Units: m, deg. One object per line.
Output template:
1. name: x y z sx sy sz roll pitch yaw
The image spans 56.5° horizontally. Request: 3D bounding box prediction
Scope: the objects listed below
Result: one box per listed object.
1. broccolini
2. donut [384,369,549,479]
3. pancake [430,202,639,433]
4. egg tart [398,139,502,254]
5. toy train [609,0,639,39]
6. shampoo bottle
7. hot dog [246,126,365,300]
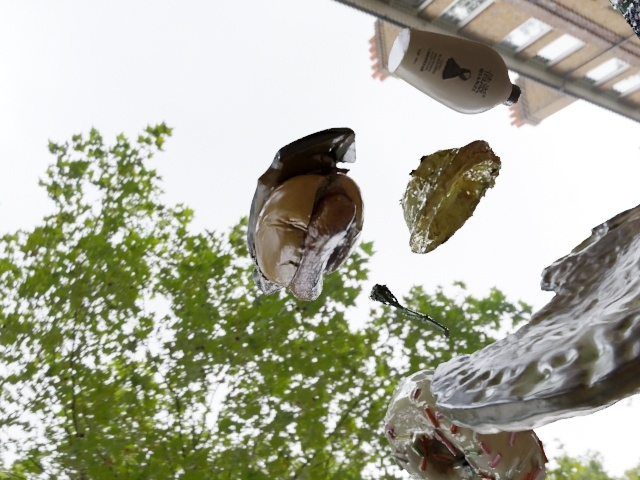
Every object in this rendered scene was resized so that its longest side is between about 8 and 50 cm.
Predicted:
1. broccolini: 0.173 0.145 1.200 0.042 0.218 0.044 -4 -67 -34
2. donut: 0.305 0.460 1.318 0.383 0.382 0.142 52 -127 -6
3. pancake: 0.202 0.038 0.429 0.033 0.286 0.288 53 -155 1
4. egg tart: 0.199 -0.076 0.957 0.212 0.213 0.090 -26 -127 -37
5. toy train: 0.252 -0.225 0.471 0.081 0.060 0.202 -21 -109 0
6. shampoo bottle: 0.252 -0.301 1.081 0.256 0.078 0.127 13 -75 -21
7. hot dog: -0.005 0.000 0.871 0.193 0.326 0.107 -20 -123 -12
